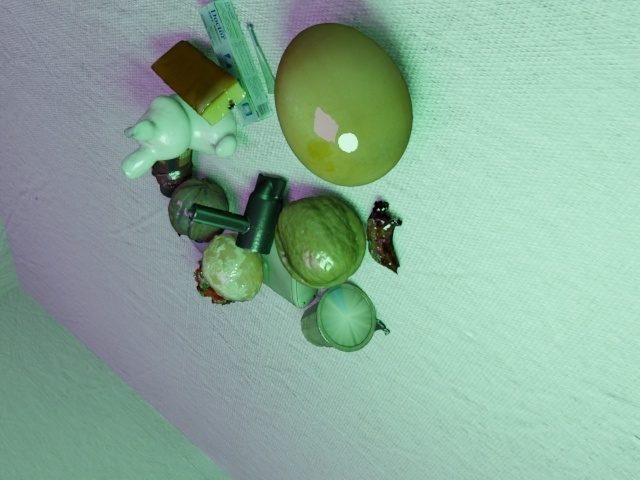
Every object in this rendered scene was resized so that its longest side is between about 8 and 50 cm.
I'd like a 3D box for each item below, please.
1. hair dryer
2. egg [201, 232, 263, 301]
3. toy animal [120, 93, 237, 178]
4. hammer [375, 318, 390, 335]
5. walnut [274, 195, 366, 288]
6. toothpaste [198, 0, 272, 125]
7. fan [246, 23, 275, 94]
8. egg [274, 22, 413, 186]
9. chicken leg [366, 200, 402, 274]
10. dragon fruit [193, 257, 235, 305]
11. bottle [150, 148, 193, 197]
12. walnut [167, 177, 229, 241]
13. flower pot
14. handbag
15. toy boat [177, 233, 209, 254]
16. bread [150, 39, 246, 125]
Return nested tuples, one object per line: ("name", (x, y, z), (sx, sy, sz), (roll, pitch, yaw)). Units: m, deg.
("hair dryer", (-0.250, -0.102, 1.580), (0.116, 0.302, 0.244), (15, 91, 47))
("egg", (-0.289, 0.091, 1.749), (0.203, 0.203, 0.245), (-32, 86, 47))
("toy animal", (-0.429, -0.315, 1.568), (0.241, 0.367, 0.196), (44, 135, 26))
("hammer", (0.149, 0.314, 1.730), (0.078, 0.021, 0.201), (47, 136, 5))
("walnut", (0.000, 0.000, 1.501), (0.283, 0.227, 0.283), (-1, 84, 13))
("toothpaste", (-0.238, -0.501, 1.483), (0.081, 0.067, 0.336), (-3, 115, 43))
("fan", (-0.161, -0.503, 1.454), (0.038, 0.016, 0.193), (-4, 115, 39))
("egg", (0.049, -0.306, 1.192), (0.301, 0.301, 0.374), (-18, 103, 46))
("chicken leg", (0.177, -0.006, 1.463), (0.105, 0.063, 0.234), (23, 133, 34))
("dragon fruit", (-0.369, 0.167, 1.946), (0.198, 0.200, 0.269), (34, 136, 25))
("bottle", (-0.526, -0.265, 1.837), (0.156, 0.143, 0.271), (38, 137, 16))
("walnut", (-0.421, -0.103, 1.814), (0.224, 0.224, 0.224), (22, 130, 29))
("flower pot", (0.039, 0.265, 1.671), (0.212, 0.212, 0.202), (53, 145, -1))
("handbag", (-0.143, 0.083, 1.807), (0.315, 0.109, 0.241), (32, 134, 39))
("toy boat", (-0.465, 0.000, 2.034), (0.219, 0.072, 0.318), (5, 130, 36))
("bread", (-0.354, -0.457, 1.488), (0.361, 0.138, 0.077), (45, 179, 39))
